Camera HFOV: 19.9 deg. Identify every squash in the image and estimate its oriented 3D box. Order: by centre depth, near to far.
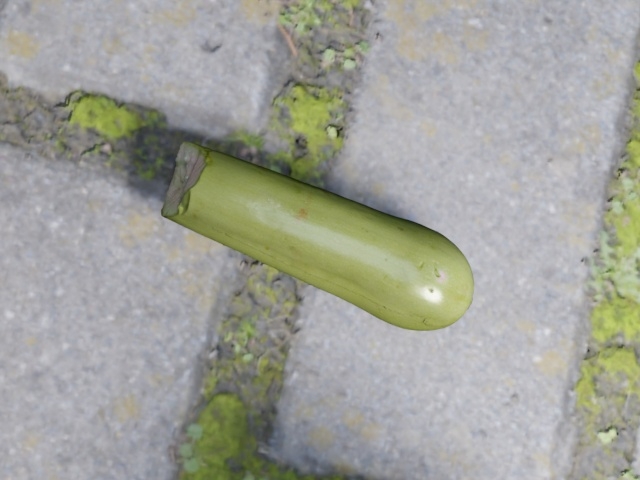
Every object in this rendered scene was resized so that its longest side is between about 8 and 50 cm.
[{"bbox_3d":[0.000,0.000,1.376,0.250,0.083,0.083,22,79,-4],"label":"squash"}]
